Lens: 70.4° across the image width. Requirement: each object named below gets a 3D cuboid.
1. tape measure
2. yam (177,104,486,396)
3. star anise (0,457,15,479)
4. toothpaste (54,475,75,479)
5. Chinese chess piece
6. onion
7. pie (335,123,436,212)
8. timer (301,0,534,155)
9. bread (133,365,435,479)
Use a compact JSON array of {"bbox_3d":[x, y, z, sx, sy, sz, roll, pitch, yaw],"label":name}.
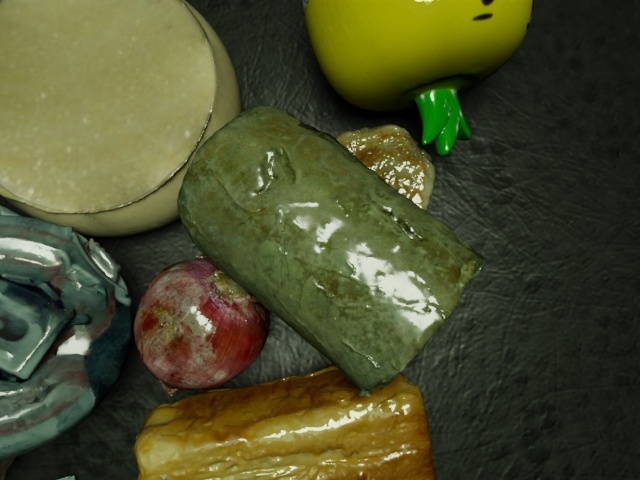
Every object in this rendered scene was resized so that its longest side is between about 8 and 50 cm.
[{"bbox_3d":[-0.350,0.096,0.489,0.275,0.147,0.256,32,59,-18],"label":"tape measure"},{"bbox_3d":[0.000,0.000,0.497,0.300,0.195,0.195,41,85,13],"label":"yam"},{"bbox_3d":[-0.434,0.174,0.565,0.220,0.099,0.214,37,75,3],"label":"star anise"},{"bbox_3d":[-0.461,0.357,0.571,0.297,0.048,0.074,-7,83,-4],"label":"toothpaste"},{"bbox_3d":[-0.273,-0.172,0.585,0.339,0.140,0.337,0,82,-2],"label":"Chinese chess piece"},{"bbox_3d":[-0.154,0.119,0.555,0.160,0.159,0.194,35,109,3],"label":"onion"},{"bbox_3d":[0.066,-0.062,0.606,0.163,0.079,0.193,23,92,7],"label":"pie"},{"bbox_3d":[0.122,-0.231,0.539,0.286,0.285,0.284,0,84,-1],"label":"timer"},{"bbox_3d":[-0.038,0.258,0.536,0.344,0.149,0.195,-8,95,-2],"label":"bread"}]
